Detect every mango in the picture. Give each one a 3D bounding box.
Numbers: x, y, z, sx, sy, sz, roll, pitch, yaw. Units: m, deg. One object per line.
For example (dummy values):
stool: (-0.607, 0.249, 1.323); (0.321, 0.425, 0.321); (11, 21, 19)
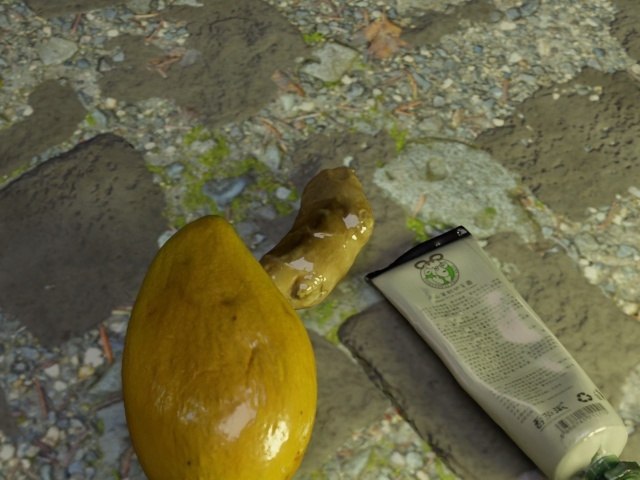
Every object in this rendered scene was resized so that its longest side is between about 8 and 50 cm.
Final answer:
mango: (-0.093, 0.113, 1.142); (0.177, 0.119, 0.316); (-21, 57, 11)

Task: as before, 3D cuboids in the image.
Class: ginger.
ginger: (-0.002, -0.001, 1.266); (0.095, 0.069, 0.190); (23, 57, 21)

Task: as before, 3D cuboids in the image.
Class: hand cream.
hand cream: (0.173, 0.108, 1.188); (0.121, 0.076, 0.336); (-21, 48, -20)
